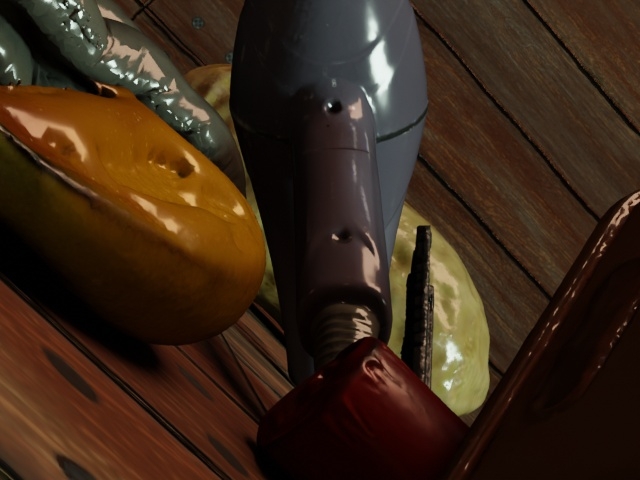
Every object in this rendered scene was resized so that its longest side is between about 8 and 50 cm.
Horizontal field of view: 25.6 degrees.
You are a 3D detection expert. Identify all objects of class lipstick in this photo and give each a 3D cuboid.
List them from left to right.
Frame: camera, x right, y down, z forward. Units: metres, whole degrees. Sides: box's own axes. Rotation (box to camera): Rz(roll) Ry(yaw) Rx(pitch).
[{"bbox_3d":[0.092,0.153,0.562,0.280,0.073,0.073,45,-1,-5],"label":"lipstick"}]

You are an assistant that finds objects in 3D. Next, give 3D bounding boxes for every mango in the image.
[{"bbox_3d":[-0.073,-0.009,0.499,0.101,0.066,0.187,53,7,19],"label":"mango"}]

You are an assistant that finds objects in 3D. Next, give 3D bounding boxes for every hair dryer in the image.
[{"bbox_3d":[0.005,0.021,0.772,0.361,0.121,0.301,-89,178,-61],"label":"hair dryer"}]

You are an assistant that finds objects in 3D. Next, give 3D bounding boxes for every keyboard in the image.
[{"bbox_3d":[0.049,0.069,0.720,0.195,0.018,0.060,-82,173,-54],"label":"keyboard"}]

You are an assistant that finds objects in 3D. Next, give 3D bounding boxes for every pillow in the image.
[{"bbox_3d":[-0.179,-0.143,0.750,0.326,0.101,0.228,54,-5,-40],"label":"pillow"}]

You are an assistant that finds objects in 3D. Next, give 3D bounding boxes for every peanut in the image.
[{"bbox_3d":[0.000,0.000,1.200,0.387,0.169,0.192,45,5,10],"label":"peanut"}]

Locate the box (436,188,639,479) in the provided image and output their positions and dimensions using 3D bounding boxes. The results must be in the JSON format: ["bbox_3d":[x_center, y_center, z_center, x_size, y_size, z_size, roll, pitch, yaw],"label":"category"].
[{"bbox_3d":[0.243,0.130,0.468,0.339,0.239,0.229,45,-31,-10],"label":"box"}]
